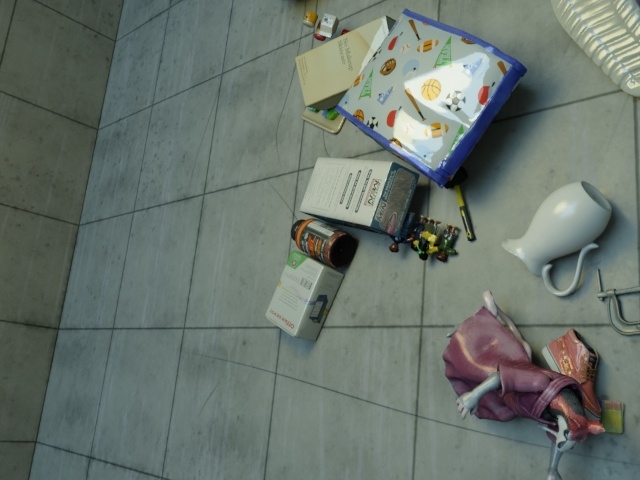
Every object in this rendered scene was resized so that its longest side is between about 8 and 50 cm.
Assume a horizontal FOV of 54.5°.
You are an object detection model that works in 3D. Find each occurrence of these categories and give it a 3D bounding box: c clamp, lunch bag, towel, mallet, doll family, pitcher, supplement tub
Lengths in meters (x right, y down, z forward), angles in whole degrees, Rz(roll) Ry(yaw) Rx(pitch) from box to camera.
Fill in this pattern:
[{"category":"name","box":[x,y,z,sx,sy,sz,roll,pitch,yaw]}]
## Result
[{"category":"c clamp","box":[0.607,0.111,1.183,0.160,0.022,0.137,-10,69,42]},{"category":"lunch bag","box":[0.276,-0.337,1.513,0.328,0.239,0.385,-57,39,10]},{"category":"towel","box":[0.536,0.335,1.184,0.083,0.009,0.060,-8,71,43]},{"category":"mallet","box":[0.335,-0.085,1.512,0.062,0.039,0.190,-19,67,40]},{"category":"doll family","box":[0.248,-0.004,1.543,0.193,0.076,0.111,24,97,51]},{"category":"pitcher","box":[0.503,-0.003,1.270,0.178,0.125,0.207,52,125,19]},{"category":"supplement tub","box":[0.000,0.000,1.757,0.198,0.106,0.106,25,94,47]}]

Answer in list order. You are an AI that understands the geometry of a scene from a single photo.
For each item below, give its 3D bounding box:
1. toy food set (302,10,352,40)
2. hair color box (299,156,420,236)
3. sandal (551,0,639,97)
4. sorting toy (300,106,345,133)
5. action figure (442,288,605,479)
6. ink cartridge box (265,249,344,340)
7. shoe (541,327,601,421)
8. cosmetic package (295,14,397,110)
[{"category":"toy food set","box":[0.047,-0.616,1.909,0.232,0.111,0.104,22,92,15]},{"category":"hair color box","box":[0.094,-0.123,1.662,0.347,0.105,0.174,16,86,57]},{"category":"sandal","box":[0.621,-0.477,1.330,0.169,0.102,0.416,-38,64,47]},{"category":"sorting toy","box":[0.032,-0.452,1.930,0.193,0.038,0.208,35,101,45]},{"category":"action figure","box":[0.401,0.285,1.183,0.276,0.248,0.370,-49,21,-13]},{"category":"ink cartridge box","box":[-0.048,0.155,1.758,0.154,0.093,0.212,26,93,47]},{"category":"shoe","box":[0.504,0.255,1.196,0.081,0.063,0.178,-48,38,25]},{"category":"cosmetic package","box":[0.093,-0.500,1.780,0.309,0.113,0.160,-16,85,33]}]
